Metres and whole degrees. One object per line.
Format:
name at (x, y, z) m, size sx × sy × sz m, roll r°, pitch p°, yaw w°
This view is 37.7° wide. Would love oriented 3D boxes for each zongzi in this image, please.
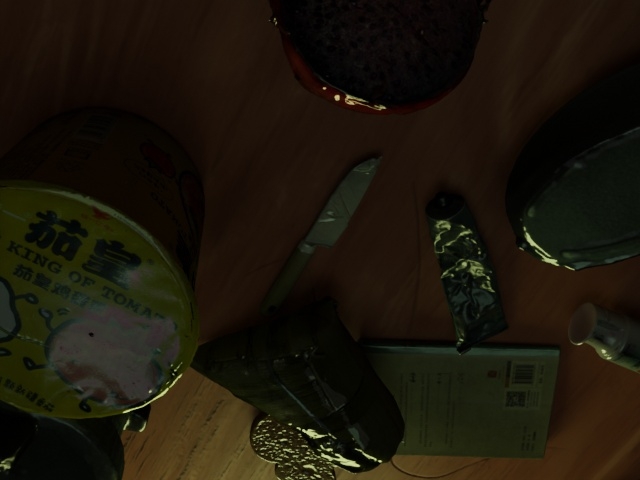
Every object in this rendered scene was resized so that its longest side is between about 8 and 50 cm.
zongzi at (-0.040, 0.222, 1.300) m, size 0.274 × 0.125 × 0.251 m, roll -20°, pitch 111°, yaw 33°

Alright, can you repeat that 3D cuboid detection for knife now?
knife at (0.000, -0.002, 1.211) m, size 0.047 × 0.017 × 0.298 m, roll 20°, pitch 124°, yaw -18°

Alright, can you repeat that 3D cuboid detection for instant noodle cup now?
instant noodle cup at (-0.279, 0.007, 1.100) m, size 0.325 × 0.254 × 0.326 m, roll 2°, pitch 124°, yaw 3°

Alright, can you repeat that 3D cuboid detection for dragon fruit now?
dragon fruit at (0.043, -0.218, 0.985) m, size 0.218 × 0.224 × 0.148 m, roll 35°, pitch 159°, yaw -6°

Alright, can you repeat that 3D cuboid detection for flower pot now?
flower pot at (-0.394, 0.280, 1.277) m, size 0.298 × 0.283 × 0.299 m, roll 2°, pitch 123°, yaw 3°

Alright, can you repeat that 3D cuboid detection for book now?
book at (0.190, 0.231, 1.344) m, size 0.282 × 0.025 × 0.215 m, roll 3°, pitch 122°, yaw 3°

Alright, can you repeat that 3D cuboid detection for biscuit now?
biscuit at (-0.037, 0.313, 1.419) m, size 0.124 × 0.026 × 0.175 m, roll -17°, pitch 120°, yaw 17°

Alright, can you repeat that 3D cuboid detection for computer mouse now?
computer mouse at (0.382, -0.098, 1.055) m, size 0.373 × 0.114 × 0.203 m, roll -28°, pitch 120°, yaw 30°

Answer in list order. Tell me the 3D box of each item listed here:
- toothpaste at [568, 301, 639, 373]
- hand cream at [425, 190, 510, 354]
toothpaste at (0.481, 0.165, 1.255) m, size 0.323 × 0.066 × 0.100 m, roll 22°, pitch 123°, yaw -15°
hand cream at (0.184, 0.042, 1.202) m, size 0.075 × 0.052 × 0.248 m, roll -12°, pitch 122°, yaw 14°
